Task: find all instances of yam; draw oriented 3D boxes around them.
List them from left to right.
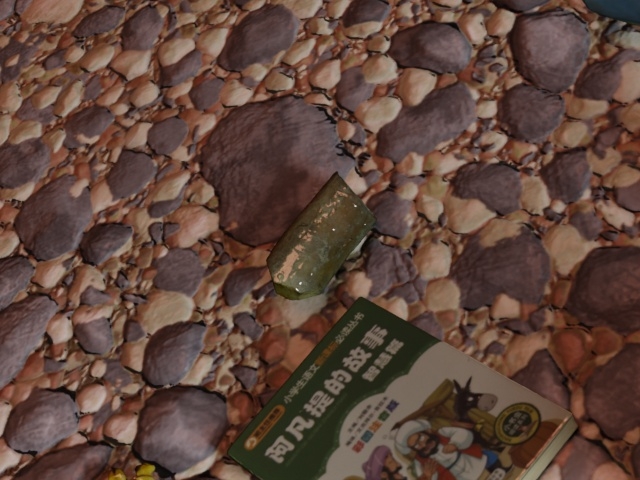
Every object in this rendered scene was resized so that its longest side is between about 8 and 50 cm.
[{"bbox_3d":[0.000,0.000,1.465,0.069,0.070,0.146,23,68,39],"label":"yam"}]

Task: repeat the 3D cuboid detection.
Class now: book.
[{"bbox_3d":[0.067,0.177,1.307,0.264,0.027,0.202,29,71,41],"label":"book"}]

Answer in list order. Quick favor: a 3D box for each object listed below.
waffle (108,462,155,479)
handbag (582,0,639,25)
[{"bbox_3d":[-0.192,0.314,1.317,0.228,0.051,0.231,-45,46,-8],"label":"waffle"},{"bbox_3d":[0.392,-0.345,1.438,0.263,0.222,0.241,15,57,35],"label":"handbag"}]
